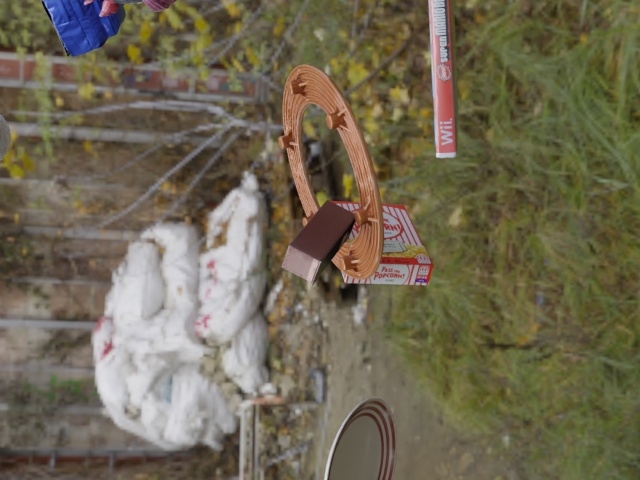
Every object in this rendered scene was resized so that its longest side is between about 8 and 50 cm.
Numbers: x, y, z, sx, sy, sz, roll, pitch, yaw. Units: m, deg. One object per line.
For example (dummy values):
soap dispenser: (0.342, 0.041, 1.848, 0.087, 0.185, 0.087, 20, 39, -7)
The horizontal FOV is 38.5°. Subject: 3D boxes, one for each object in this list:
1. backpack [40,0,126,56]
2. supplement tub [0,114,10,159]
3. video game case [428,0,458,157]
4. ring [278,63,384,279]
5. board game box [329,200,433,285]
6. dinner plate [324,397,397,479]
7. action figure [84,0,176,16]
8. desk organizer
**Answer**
backpack: (-0.356, -0.356, 1.371, 0.098, 0.101, 0.120, -93, -19, -55)
supplement tub: (-0.398, -0.112, 1.005, 0.107, 0.071, 0.071, -33, -52, -76)
video game case: (0.136, -0.254, 1.021, 0.204, 0.025, 0.285, -66, -28, -69)
ring: (0.005, -0.098, 1.387, 0.336, 0.032, 0.336, 163, 90, -72)
board game box: (0.095, 0.003, 1.577, 0.193, 0.147, 0.045, -110, 26, -54)
dinner plate: (0.036, 0.220, 0.881, 0.141, 0.017, 0.141, -17, -70, -55)
action figure: (-0.168, -0.421, 1.266, 0.370, 0.276, 0.248, -39, 17, 18)
desk organizer: (0.000, 0.000, 1.272, 0.130, 0.050, 0.047, -51, -14, -49)
